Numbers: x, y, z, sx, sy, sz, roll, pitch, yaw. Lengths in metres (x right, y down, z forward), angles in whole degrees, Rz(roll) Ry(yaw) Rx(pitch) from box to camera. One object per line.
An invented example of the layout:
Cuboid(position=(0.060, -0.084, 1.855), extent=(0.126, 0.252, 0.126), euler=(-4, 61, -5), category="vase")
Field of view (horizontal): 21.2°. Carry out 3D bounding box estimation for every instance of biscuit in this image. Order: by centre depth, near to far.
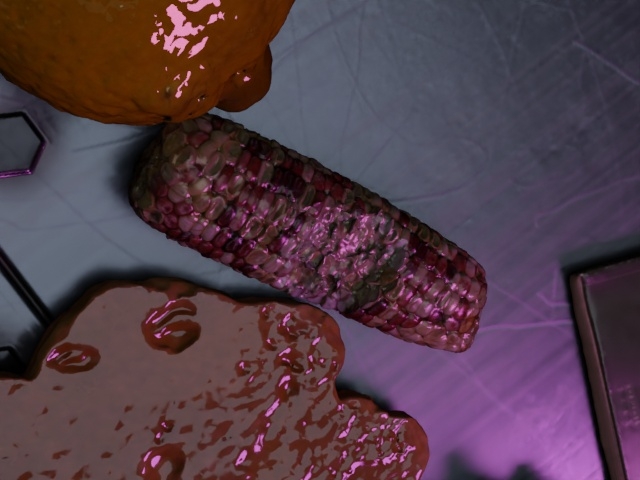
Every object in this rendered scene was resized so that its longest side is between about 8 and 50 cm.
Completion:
Cuboid(position=(-0.104, 0.159, 1.232), extent=(0.376, 0.051, 0.269), euler=(0, 97, -15), category="biscuit")

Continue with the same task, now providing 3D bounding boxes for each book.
Cuboid(position=(0.348, 0.083, 1.355), extent=(0.289, 0.026, 0.201), euler=(-16, 99, -12), category="book")

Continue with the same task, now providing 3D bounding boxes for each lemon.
Cuboid(position=(-0.137, -0.204, 1.082), extent=(0.245, 0.245, 0.320), euler=(-44, 111, -6), category="lemon")

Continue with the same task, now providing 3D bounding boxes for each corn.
Cuboid(position=(0.000, 0.000, 1.219), extent=(0.290, 0.098, 0.098), euler=(27, 89, -17), category="corn")
